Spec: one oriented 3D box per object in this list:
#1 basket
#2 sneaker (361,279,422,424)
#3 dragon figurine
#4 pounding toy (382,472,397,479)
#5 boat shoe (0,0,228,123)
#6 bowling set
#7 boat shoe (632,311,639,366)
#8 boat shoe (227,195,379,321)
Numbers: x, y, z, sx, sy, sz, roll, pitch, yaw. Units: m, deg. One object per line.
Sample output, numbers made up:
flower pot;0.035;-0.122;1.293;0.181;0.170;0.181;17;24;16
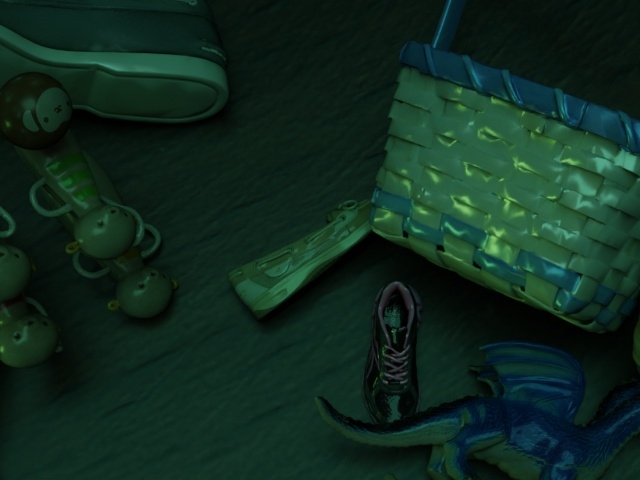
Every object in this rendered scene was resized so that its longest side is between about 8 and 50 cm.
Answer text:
basket;0.177;-0.100;1.159;0.254;0.201;0.289;28;100;30
sneaker;0.056;0.085;1.205;0.047;0.057;0.119;1;75;0
dragon figurine;0.146;0.125;1.174;0.289;0.085;0.144;18;73;2
pounding toy;0.092;0.241;1.132;0.100;0.130;0.141;14;75;-7
boat shoe;-0.225;-0.166;1.224;0.319;0.116;0.099;8;64;-21
bowling set;-0.216;-0.005;1.121;0.287;0.200;0.154;-25;75;-35
boat shoe;0.363;0.059;1.163;0.302;0.103;0.113;8;37;-21
boat shoe;0.000;0.001;1.233;0.153;0.056;0.048;-38;81;-1
